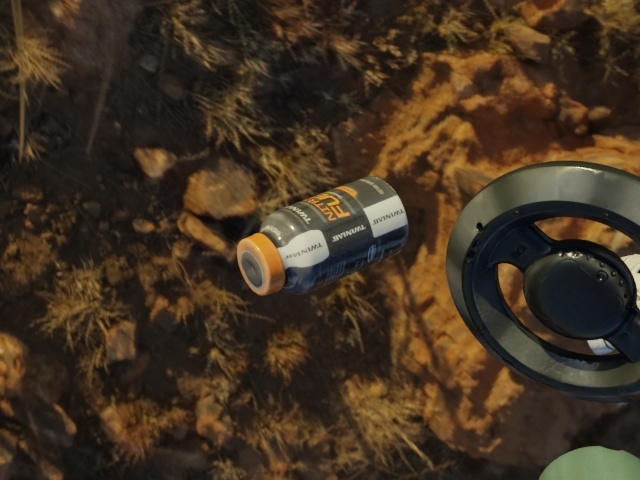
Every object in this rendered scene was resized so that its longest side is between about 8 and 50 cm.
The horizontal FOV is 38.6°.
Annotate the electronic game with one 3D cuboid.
[{"bbox_3d":[0.212,0.039,0.747,0.048,0.229,0.229,-47,130,-47],"label":"electronic game"}]

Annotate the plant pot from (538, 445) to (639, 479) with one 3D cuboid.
[{"bbox_3d":[0.550,0.588,1.737,0.341,0.334,0.341,3,113,6],"label":"plant pot"}]

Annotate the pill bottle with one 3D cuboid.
[{"bbox_3d":[0.000,0.000,1.351,0.245,0.130,0.130,-23,118,-30],"label":"pill bottle"}]

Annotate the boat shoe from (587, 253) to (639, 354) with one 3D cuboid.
[{"bbox_3d":[0.466,0.082,1.375,0.258,0.084,0.095,-43,108,-48],"label":"boat shoe"}]
